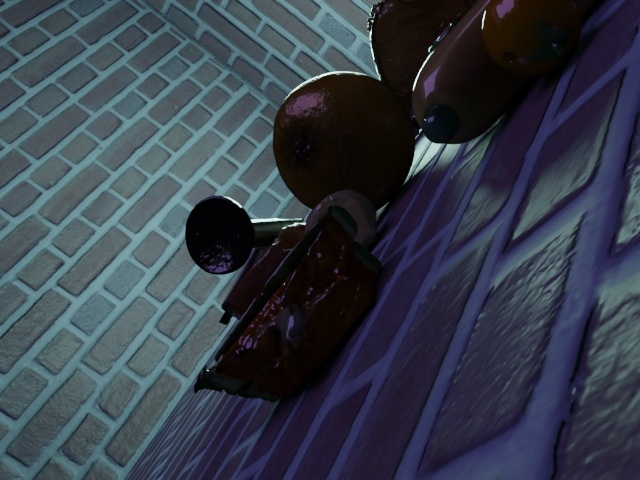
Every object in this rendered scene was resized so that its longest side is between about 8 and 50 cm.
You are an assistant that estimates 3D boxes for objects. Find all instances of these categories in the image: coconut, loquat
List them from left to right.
[{"bbox_3d":[0.034,-0.019,1.265,0.116,0.116,0.122,-53,2,-4],"label":"coconut"},{"bbox_3d":[0.042,-0.169,1.419,0.263,0.263,0.263,-52,4,5],"label":"loquat"}]

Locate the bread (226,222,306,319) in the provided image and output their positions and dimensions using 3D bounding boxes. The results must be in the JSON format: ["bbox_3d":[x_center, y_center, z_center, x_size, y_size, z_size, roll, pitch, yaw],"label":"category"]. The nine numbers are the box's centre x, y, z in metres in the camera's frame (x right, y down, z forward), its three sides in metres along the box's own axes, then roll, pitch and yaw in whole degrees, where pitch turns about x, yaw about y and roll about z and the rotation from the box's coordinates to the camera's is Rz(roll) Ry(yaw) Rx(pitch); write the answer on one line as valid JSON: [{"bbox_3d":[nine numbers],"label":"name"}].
[{"bbox_3d":[-0.080,0.080,1.546,0.244,0.123,0.190,-51,-1,29],"label":"bread"}]

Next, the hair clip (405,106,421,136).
[{"bbox_3d":[0.182,-0.245,1.794,0.292,0.085,0.106,-56,8,18],"label":"hair clip"}]

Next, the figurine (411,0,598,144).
[{"bbox_3d":[0.234,-0.250,0.942,0.324,0.124,0.222,-47,6,20],"label":"figurine"}]

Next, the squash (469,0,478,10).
[{"bbox_3d":[0.291,-0.347,1.148,0.252,0.049,0.252,-41,-13,-12],"label":"squash"}]

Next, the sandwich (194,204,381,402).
[{"bbox_3d":[-0.020,0.092,0.988,0.292,0.109,0.212,-56,12,-19],"label":"sandwich"}]

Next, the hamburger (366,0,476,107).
[{"bbox_3d":[0.198,-0.362,1.477,0.260,0.245,0.211,-60,0,28],"label":"hamburger"}]

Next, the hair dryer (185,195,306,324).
[{"bbox_3d":[-0.159,0.066,1.690,0.320,0.156,0.283,14,-84,-62],"label":"hair dryer"}]
